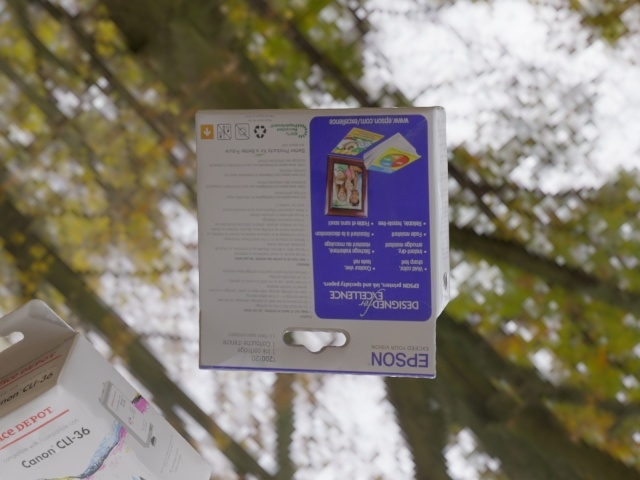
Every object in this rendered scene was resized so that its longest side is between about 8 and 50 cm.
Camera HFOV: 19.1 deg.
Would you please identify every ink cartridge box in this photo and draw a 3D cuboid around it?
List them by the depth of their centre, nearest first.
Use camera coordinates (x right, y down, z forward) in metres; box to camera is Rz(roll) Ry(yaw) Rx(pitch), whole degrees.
[{"bbox_3d":[-0.189,0.147,1.405,0.115,0.198,0.067,-30,-155,26],"label":"ink cartridge box"},{"bbox_3d":[0.000,0.000,1.485,0.206,0.208,0.045,1,-177,23],"label":"ink cartridge box"}]
